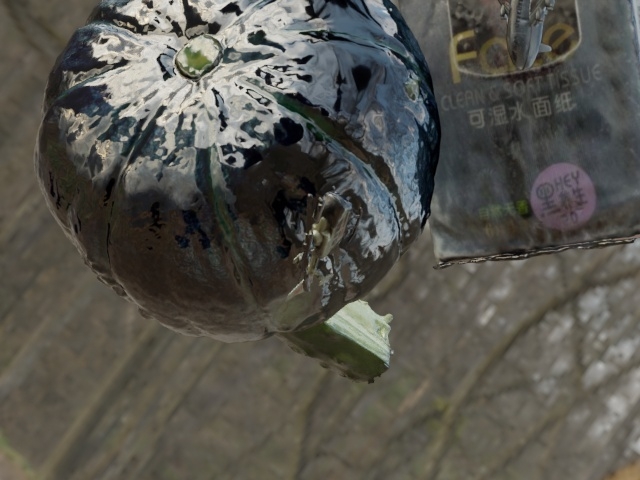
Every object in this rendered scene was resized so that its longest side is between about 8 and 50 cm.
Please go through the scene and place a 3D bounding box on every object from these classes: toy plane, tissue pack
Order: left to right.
[{"bbox_3d":[0.000,0.000,1.236,0.031,0.049,0.120,38,-38,19],"label":"toy plane"},{"bbox_3d":[0.124,-0.142,0.966,0.031,0.083,0.078,-2,0,-26],"label":"toy plane"},{"bbox_3d":[0.218,-0.163,1.637,0.259,0.361,0.122,-7,0,31],"label":"tissue pack"}]

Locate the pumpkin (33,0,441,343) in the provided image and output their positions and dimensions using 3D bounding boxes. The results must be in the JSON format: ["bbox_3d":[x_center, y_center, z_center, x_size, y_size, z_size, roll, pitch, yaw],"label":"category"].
[{"bbox_3d":[-0.073,-0.087,1.447,0.363,0.363,0.266,33,-13,25],"label":"pumpkin"}]

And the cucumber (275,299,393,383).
[{"bbox_3d":[-0.049,0.076,2.123,0.325,0.105,0.145,38,27,-24],"label":"cucumber"}]
